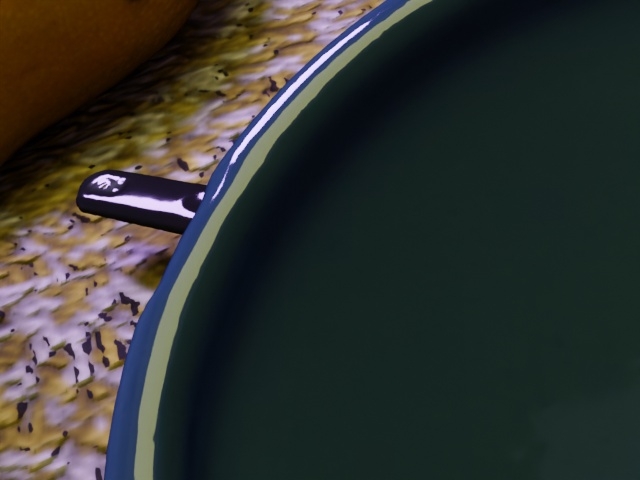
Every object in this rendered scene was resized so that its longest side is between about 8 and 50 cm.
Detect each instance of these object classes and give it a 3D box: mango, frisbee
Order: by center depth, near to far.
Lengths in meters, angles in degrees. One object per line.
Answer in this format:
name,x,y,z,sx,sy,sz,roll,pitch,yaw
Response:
frisbee,0.098,0.048,0.334,0.289,0.049,0.289,-5,63,10
mango,-0.153,-0.108,0.773,0.157,0.109,0.262,9,47,38

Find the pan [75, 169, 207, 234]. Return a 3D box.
pan,0.000,0.000,0.575,0.235,0.028,0.136,10,45,40
